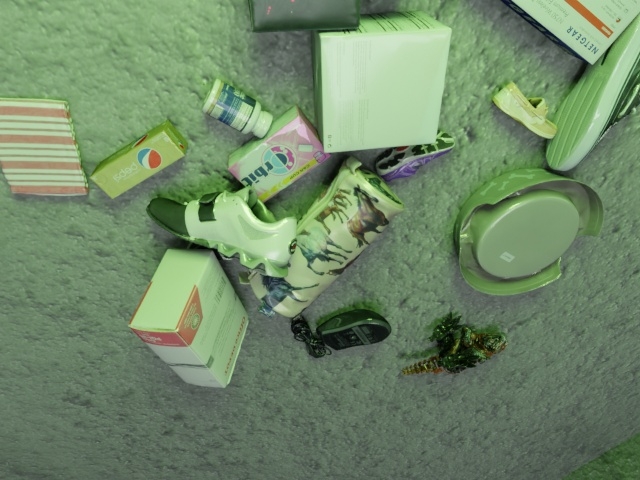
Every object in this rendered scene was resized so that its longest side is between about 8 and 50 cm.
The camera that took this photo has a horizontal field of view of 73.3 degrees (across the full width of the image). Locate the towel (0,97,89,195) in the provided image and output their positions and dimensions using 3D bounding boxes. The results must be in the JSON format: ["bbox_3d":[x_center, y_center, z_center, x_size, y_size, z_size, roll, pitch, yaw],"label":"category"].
[{"bbox_3d":[-0.534,-0.174,0.816,0.144,0.029,0.197,0,126,-9],"label":"towel"}]

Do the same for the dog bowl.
[{"bbox_3d":[0.492,-0.022,1.057,0.349,0.102,0.348,-4,128,-5],"label":"dog bowl"}]

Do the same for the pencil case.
[{"bbox_3d":[0.000,0.000,0.955,0.184,0.159,0.410,18,125,-41],"label":"pencil case"}]

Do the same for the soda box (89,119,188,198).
[{"bbox_3d":[-0.352,-0.157,0.838,0.181,0.058,0.061,-27,127,11],"label":"soda box"}]

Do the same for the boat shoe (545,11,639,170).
[{"bbox_3d":[0.576,-0.286,0.849,0.119,0.121,0.335,7,125,-11],"label":"boat shoe"}]

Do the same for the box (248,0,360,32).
[{"bbox_3d":[-0.030,-0.452,0.603,0.166,0.143,0.270,-5,129,-5],"label":"box"}]

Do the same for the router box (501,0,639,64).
[{"bbox_3d":[0.424,-0.503,0.677,0.336,0.082,0.301,21,122,-24],"label":"router box"}]

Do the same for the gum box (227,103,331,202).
[{"bbox_3d":[-0.088,-0.168,0.869,0.188,0.062,0.107,-32,126,16],"label":"gum box"}]

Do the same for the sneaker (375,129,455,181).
[{"bbox_3d":[0.203,-0.178,0.922,0.170,0.068,0.071,-21,144,18],"label":"sneaker"}]

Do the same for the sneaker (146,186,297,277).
[{"bbox_3d":[-0.194,-0.052,0.880,0.331,0.122,0.146,21,101,10],"label":"sneaker"}]

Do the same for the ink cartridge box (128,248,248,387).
[{"bbox_3d":[-0.281,0.184,0.986,0.117,0.207,0.283,2,140,14],"label":"ink cartridge box"}]

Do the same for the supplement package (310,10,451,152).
[{"bbox_3d":[0.093,-0.280,0.755,0.203,0.149,0.194,-6,129,-5],"label":"supplement package"}]

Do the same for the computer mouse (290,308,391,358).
[{"bbox_3d":[0.066,0.248,1.227,0.273,0.072,0.188,-14,132,17],"label":"computer mouse"}]

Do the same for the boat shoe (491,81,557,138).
[{"bbox_3d":[0.432,-0.265,0.879,0.170,0.063,0.059,21,128,-23],"label":"boat shoe"}]

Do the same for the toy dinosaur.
[{"bbox_3d":[0.419,0.357,1.325,0.322,0.164,0.218,-39,144,-5],"label":"toy dinosaur"}]

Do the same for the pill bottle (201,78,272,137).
[{"bbox_3d":[-0.153,-0.241,0.798,0.120,0.067,0.067,24,120,-26],"label":"pill bottle"}]

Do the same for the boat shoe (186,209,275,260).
[{"bbox_3d":[-0.211,0.005,0.978,0.233,0.079,0.084,-24,129,13],"label":"boat shoe"}]
